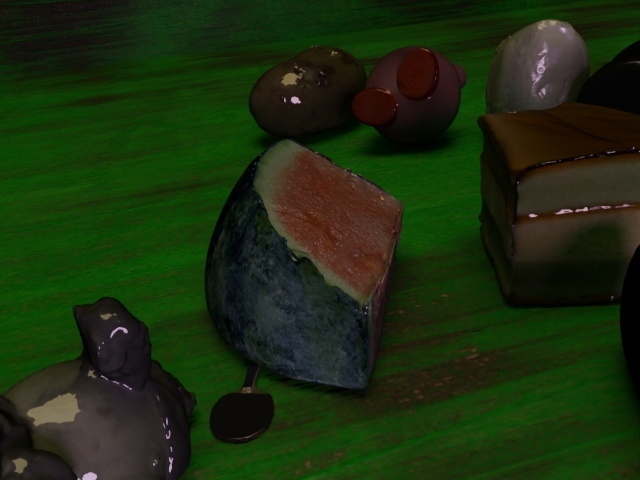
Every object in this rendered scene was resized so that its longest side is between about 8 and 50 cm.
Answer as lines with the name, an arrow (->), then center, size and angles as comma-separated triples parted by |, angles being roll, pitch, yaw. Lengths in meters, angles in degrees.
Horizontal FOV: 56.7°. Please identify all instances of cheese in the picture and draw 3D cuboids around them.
cheese -> 0.351, -0.255, 0.965 | 0.155, 0.198, 0.189 | 3, 22, -1

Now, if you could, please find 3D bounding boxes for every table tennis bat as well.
table tennis bat -> -0.061, 0.130, 0.480 | 0.050, 0.007, 0.083 | -3, 28, 6

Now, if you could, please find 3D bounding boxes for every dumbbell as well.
dumbbell -> 0.488, -0.216, 0.897 | 0.153, 0.152, 0.218 | 13, 33, 33

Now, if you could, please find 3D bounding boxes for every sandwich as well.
sandwich -> 0.287, -0.053, 0.608 | 0.228, 0.155, 0.198 | -3, 27, 5

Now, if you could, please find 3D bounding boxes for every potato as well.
potato -> -0.015, -0.277, 1.130 | 0.165, 0.164, 0.262 | 18, 42, 39

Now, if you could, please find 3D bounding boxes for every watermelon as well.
watermelon -> 0.000, 0.000, 0.588 | 0.226, 0.148, 0.318 | -6, 26, -21

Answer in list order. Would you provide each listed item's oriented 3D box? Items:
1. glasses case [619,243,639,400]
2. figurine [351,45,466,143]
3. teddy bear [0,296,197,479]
glasses case -> 0.252, 0.103, 0.343 | 0.082, 0.122, 0.321 | -3, 27, 8
figurine -> 0.159, -0.247, 1.015 | 0.173, 0.173, 0.173 | -5, 27, 2
teddy bear -> -0.161, 0.127, 0.345 | 0.251, 0.171, 0.144 | -20, 49, -37
